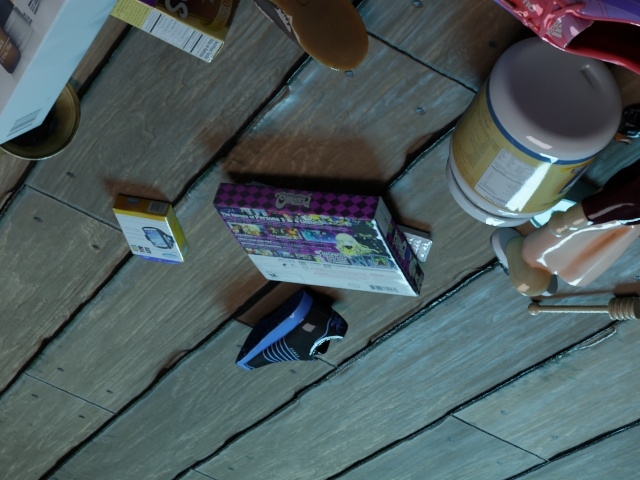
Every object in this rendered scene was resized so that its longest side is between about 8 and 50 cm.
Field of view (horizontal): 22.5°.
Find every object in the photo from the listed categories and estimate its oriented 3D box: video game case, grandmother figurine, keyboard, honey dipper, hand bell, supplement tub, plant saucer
[{"bbox_3d":[0.000,0.000,2.124,0.232,0.042,0.210,6,153,25],"label":"video game case"},{"bbox_3d":[0.345,-0.044,1.752,0.104,0.208,0.342,54,148,3],"label":"grandmother figurine"},{"bbox_3d":[0.021,-0.024,2.124,0.256,0.014,0.072,17,151,2],"label":"keyboard"},{"bbox_3d":[0.347,0.091,2.125,0.160,0.030,0.030,-3,144,37],"label":"honey dipper"},{"bbox_3d":[-0.404,-0.142,2.096,0.126,0.126,0.242,28,161,-17],"label":"hand bell"},{"bbox_3d":[0.223,-0.112,1.731,0.144,0.144,0.200,21,151,-5],"label":"supplement tub"},{"bbox_3d":[0.294,-0.035,1.946,0.119,0.021,0.119,13,151,8],"label":"plant saucer"}]

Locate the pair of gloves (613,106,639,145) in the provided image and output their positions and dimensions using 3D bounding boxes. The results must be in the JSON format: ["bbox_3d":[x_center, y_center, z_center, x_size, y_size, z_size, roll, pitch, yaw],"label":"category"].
[{"bbox_3d":[0.368,-0.121,1.773,0.083,0.010,0.074,17,153,6],"label":"pair of gloves"}]

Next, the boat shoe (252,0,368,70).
[{"bbox_3d":[-0.030,-0.262,1.707,0.207,0.073,0.073,44,179,-32],"label":"boat shoe"}]

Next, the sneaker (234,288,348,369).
[{"bbox_3d":[-0.046,0.152,2.387,0.090,0.081,0.232,34,146,-12],"label":"sneaker"}]

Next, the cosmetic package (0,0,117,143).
[{"bbox_3d":[-0.355,-0.294,1.664,0.284,0.097,0.377,56,147,5],"label":"cosmetic package"}]

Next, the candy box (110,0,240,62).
[{"bbox_3d":[-0.176,-0.280,1.705,0.186,0.109,0.053,25,150,-14],"label":"candy box"}]

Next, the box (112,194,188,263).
[{"bbox_3d":[-0.237,-0.012,2.273,0.081,0.028,0.136,9,152,15],"label":"box"}]

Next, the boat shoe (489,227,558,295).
[{"bbox_3d":[0.252,0.031,2.056,0.040,0.049,0.142,-9,143,39],"label":"boat shoe"}]

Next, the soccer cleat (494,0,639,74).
[{"bbox_3d":[0.210,-0.249,1.535,0.318,0.116,0.108,22,150,-7],"label":"soccer cleat"}]
